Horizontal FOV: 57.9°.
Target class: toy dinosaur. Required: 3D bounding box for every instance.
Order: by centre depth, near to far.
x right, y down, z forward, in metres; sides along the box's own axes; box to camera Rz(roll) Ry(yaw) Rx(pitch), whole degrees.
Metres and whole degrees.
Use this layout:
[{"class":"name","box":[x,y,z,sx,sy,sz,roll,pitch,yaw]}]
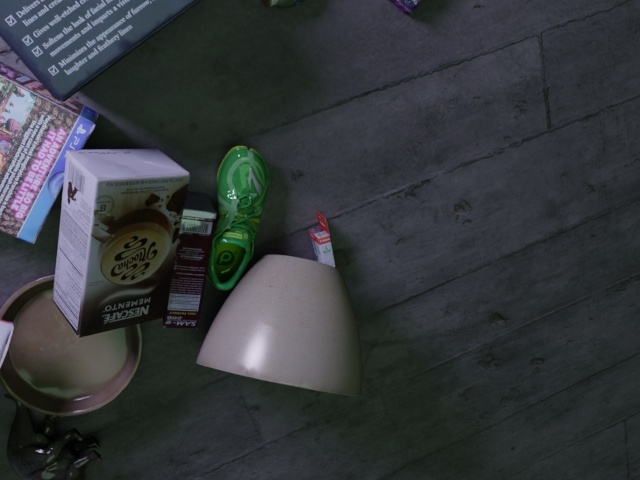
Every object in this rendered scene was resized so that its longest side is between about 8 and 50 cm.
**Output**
[{"class":"toy dinosaur","box":[-0.560,0.450,1.192,0.160,0.121,0.314,-41,122,-15]}]

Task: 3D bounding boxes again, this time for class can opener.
[{"class":"can opener","box":[-0.506,0.245,1.174,0.059,0.073,0.186,35,94,13]}]

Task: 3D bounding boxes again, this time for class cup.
[{"class":"cup","box":[-0.062,0.162,1.167,0.331,0.331,0.237,15,78,-23]}]

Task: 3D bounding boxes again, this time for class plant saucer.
[{"class":"plant saucer","box":[-0.487,0.200,1.124,0.277,0.041,0.278,-1,93,-12]}]

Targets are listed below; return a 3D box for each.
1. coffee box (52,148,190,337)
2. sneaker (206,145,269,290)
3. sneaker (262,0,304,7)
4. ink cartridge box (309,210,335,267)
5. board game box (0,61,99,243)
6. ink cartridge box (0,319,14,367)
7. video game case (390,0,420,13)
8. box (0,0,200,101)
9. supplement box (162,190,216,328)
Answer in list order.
[{"class":"coffee box","box":[-0.347,0.001,0.998,0.168,0.119,0.297,-11,128,-45]},{"class":"sneaker","box":[-0.159,-0.036,1.136,0.109,0.123,0.296,7,107,-20]},{"class":"sneaker","box":[-0.057,-0.514,1.026,0.086,0.064,0.192,-7,112,-24]},{"class":"ink cartridge box","box":[0.000,0.000,1.236,0.029,0.063,0.115,-18,114,-14]},{"class":"board game box","box":[-0.553,-0.172,0.943,0.291,0.141,0.232,28,99,-25]},{"class":"ink cartridge box","box":[-0.696,0.241,0.990,0.226,0.131,0.306,22,126,-28]},{"class":"video game case","box":[0.141,-0.581,1.074,0.232,0.042,0.210,29,99,-25]},{"class":"box","box":[-0.396,-0.459,0.847,0.293,0.212,0.395,-36,118,-2]},{"class":"supplement box","box":[-0.262,0.036,1.126,0.073,0.130,0.240,6,109,-21]}]
